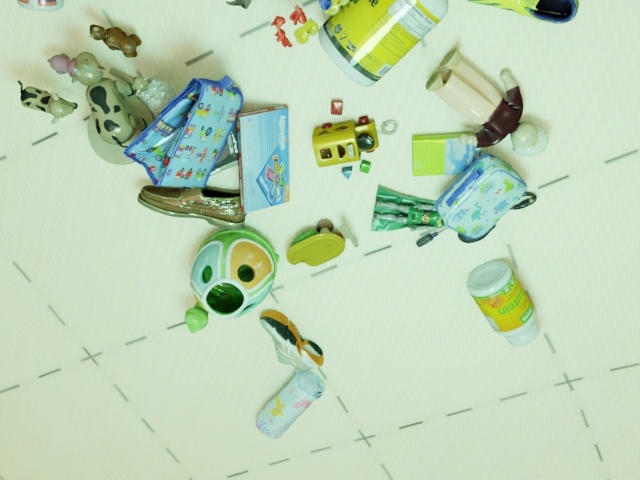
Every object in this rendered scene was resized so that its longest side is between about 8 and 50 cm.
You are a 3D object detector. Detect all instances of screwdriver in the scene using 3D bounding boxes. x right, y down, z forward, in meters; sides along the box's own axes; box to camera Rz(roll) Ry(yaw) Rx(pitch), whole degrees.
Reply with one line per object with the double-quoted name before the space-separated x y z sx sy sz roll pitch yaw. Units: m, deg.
"screwdriver" 0.347 -0.028 2.001 0.170 0.025 0.024 -32 113 12

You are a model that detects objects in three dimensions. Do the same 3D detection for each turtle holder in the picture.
"turtle holder" -0.283 0.115 2.023 0.320 0.227 0.243 -17 119 15

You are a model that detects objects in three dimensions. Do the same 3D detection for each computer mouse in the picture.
"computer mouse" 0.490 -0.060 1.950 0.242 0.041 0.071 -34 112 22

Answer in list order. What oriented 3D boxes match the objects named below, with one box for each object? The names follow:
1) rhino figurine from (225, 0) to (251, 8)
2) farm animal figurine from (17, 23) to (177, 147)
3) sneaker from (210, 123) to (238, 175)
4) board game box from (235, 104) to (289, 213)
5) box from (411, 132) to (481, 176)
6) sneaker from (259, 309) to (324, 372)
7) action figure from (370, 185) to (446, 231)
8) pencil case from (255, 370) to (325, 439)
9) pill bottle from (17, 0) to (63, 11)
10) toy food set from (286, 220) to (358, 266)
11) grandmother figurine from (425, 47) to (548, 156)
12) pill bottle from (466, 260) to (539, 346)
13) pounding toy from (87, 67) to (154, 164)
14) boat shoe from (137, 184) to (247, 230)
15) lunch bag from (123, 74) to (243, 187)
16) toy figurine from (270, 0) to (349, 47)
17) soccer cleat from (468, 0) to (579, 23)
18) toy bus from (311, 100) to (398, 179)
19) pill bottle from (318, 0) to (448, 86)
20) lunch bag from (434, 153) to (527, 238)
"rhino figurine" -0.126 -0.628 1.647 0.243 0.073 0.106 -29 120 18
"farm animal figurine" -0.562 -0.363 1.729 0.330 0.172 0.327 -37 89 12
"sneaker" -0.291 -0.247 1.899 0.222 0.083 0.118 -20 113 5
"board game box" -0.151 -0.216 1.883 0.145 0.027 0.281 -16 125 -26
"box" 0.333 -0.228 1.862 0.178 0.042 0.109 -2 122 6
"sneaker" -0.114 0.333 2.218 0.121 0.099 0.262 -34 111 27
"action figure" 0.265 -0.071 1.958 0.232 0.063 0.137 6 118 -2
"pencil case" -0.103 0.545 2.334 0.273 0.124 0.113 -49 62 27
"pill bottle" -0.669 -0.654 1.666 0.108 0.108 0.194 11 122 -1
"toy food set" 0.000 0.000 2.026 0.217 0.071 0.128 -24 140 21
"grandmother figurine" 0.426 -0.321 1.760 0.342 0.104 0.208 32 112 -12
"pill bottle" 0.539 0.190 2.039 0.136 0.136 0.246 -28 115 20
"pounding toy" -0.506 -0.314 1.876 0.182 0.110 0.237 21 92 5
"boat shoe" -0.351 -0.121 1.967 0.307 0.111 0.104 11 118 -13
"lunch bag" -0.306 -0.282 1.741 0.138 0.221 0.293 44 107 13
"toy figurine" -0.024 -0.624 1.509 0.362 0.191 0.217 -43 78 13
"soccer cleat" 0.450 -0.563 1.602 0.289 0.121 0.093 13 122 -2
"toy bus" 0.075 -0.253 1.837 0.191 0.104 0.202 29 120 -12
"pill bottle" 0.168 -0.531 1.612 0.188 0.188 0.334 40 116 -18
"lunch bag" 0.421 -0.117 1.855 0.176 0.090 0.219 20 121 -40
